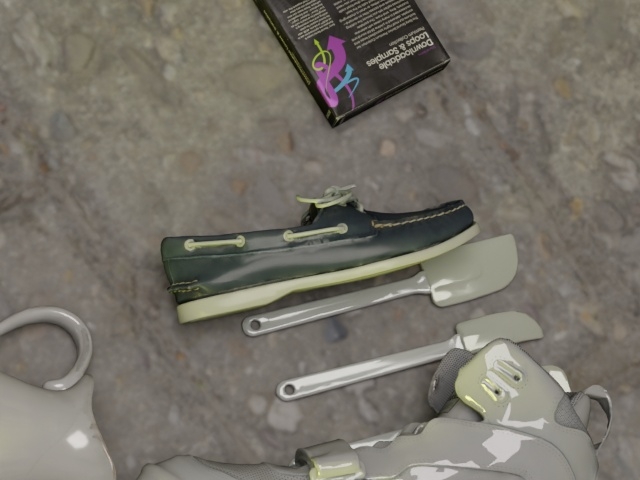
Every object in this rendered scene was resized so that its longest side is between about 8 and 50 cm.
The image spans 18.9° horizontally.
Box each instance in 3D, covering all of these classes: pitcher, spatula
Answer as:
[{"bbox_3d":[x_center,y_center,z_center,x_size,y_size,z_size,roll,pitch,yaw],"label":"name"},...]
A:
[{"bbox_3d":[-0.265,0.123,1.434,0.207,0.125,0.178,5,54,-20],"label":"pitcher"},{"bbox_3d":[0.071,0.098,1.544,0.242,0.019,0.168,-14,78,-14],"label":"spatula"}]

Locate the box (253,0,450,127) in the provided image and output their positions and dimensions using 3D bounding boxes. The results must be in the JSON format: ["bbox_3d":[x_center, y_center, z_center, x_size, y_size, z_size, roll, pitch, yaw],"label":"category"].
[{"bbox_3d":[0.019,-0.189,1.614,0.116,0.029,0.162,-28,79,-16],"label":"box"}]

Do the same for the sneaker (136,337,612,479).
[{"bbox_3d":[0.051,0.167,1.450,0.366,0.137,0.210,16,79,-11],"label":"sneaker"}]

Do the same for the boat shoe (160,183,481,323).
[{"bbox_3d":[0.000,0.000,1.524,0.254,0.095,0.079,-15,88,-5],"label":"boat shoe"}]
